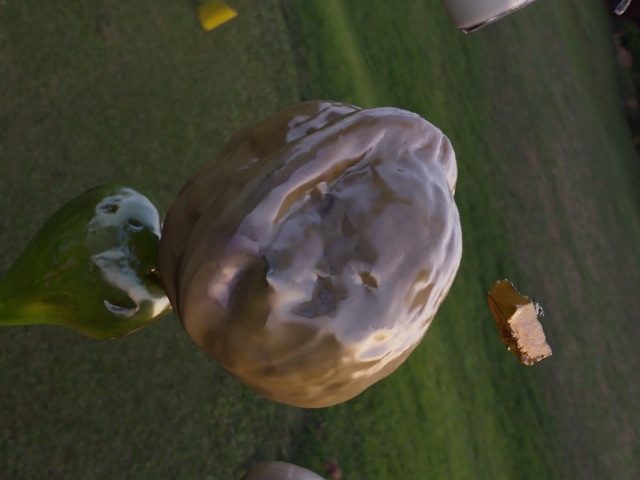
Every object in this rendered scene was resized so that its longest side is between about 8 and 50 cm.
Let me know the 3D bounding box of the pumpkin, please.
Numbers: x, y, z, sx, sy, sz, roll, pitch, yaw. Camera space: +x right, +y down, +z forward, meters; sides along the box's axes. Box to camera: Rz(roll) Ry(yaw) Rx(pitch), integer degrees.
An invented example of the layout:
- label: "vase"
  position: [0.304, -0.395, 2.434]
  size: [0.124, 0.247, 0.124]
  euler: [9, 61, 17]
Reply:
- label: "pumpkin"
  position: [0.226, 0.089, 1.148]
  size: [0.083, 0.054, 0.074]
  euler: [63, -1, -26]

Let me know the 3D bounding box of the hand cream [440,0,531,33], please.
- label: "hand cream"
  position: [0.120, -0.387, 1.021]
  size: [0.359, 0.185, 0.118]
  euler: [62, 23, -14]

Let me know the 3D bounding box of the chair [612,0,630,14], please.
- label: "chair"
  position: [0.428, -0.331, 0.966]
  size: [0.159, 0.326, 0.170]
  euler: [26, 6, -22]

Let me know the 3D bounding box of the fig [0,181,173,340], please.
- label: "fig"
  position: [-0.326, 0.043, 1.343]
  size: [0.206, 0.274, 0.206]
  euler: [-17, 90, -90]

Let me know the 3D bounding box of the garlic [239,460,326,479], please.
- label: "garlic"
  position: [-0.065, 0.357, 1.252]
  size: [0.151, 0.196, 0.338]
  euler: [32, 13, -5]

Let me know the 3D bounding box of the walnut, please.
- label: "walnut"
  position: [-0.014, 0.005, 1.247]
  size: [0.384, 0.383, 0.384]
  euler: [53, 23, -34]
